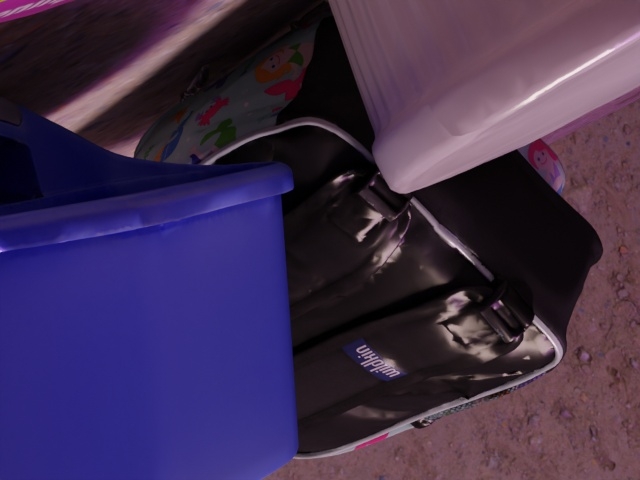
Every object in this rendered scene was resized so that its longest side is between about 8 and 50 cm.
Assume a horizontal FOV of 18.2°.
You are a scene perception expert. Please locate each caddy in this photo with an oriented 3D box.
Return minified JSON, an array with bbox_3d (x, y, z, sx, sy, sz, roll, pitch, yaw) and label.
[{"bbox_3d":[-0.145,0.026,0.836,0.241,0.179,0.341,-4,-175,19],"label":"caddy"}]

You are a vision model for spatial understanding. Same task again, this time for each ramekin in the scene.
[{"bbox_3d":[0.124,-0.139,0.891,0.273,0.127,0.273,-28,176,-2],"label":"ramekin"}]

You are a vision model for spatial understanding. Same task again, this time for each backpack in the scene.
[{"bbox_3d":[0.000,0.000,1.103,0.253,0.225,0.191,-32,-155,36],"label":"backpack"}]

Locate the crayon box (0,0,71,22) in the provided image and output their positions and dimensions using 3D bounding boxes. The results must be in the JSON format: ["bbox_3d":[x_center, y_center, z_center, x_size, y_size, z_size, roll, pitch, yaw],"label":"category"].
[{"bbox_3d":[-0.022,-0.124,0.200,0.313,0.106,0.363,-33,174,42],"label":"crayon box"}]
